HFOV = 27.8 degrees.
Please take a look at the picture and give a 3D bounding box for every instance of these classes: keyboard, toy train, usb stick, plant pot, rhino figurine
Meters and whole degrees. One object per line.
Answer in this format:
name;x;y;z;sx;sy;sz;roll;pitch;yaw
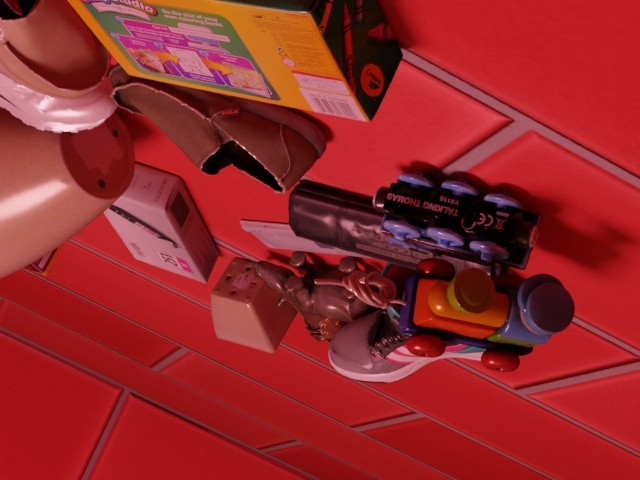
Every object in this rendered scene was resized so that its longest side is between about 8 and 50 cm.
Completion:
keyboard;0.000;0.000;1.714;0.256;0.014;0.072;6;160;44
toy train;0.129;0.061;1.340;0.248;0.105;0.143;12;165;-14
usb stick;0.087;-0.007;1.519;0.278;0.045;0.077;16;132;24
plant pot;-0.374;-0.087;1.620;0.274;0.256;0.256;-13;142;35
plant pot;-0.105;0.089;1.949;0.109;0.109;0.096;12;146;30
rhino figurine;-0.006;0.067;1.806;0.243;0.073;0.106;8;153;42
toy train;0.148;-0.018;1.384;0.184;0.080;0.105;14;168;21

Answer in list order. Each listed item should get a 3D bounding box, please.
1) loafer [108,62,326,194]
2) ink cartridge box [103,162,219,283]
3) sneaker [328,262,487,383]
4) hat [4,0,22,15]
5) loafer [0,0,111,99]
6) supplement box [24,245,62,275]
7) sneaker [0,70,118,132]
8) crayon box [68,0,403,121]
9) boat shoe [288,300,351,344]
loafer;-0.121;-0.123;1.395;0.251;0.087;0.094;21;161;8
ink cartridge box;-0.286;-0.045;1.861;0.239;0.060;0.275;18;161;15
sneaker;0.104;0.093;1.607;0.295;0.124;0.178;-14;143;30
hat;-0.301;-0.275;1.042;0.173;0.183;0.208;31;160;-21
loafer;-0.300;-0.231;1.294;0.092;0.102;0.268;14;160;43
supplement box;-0.489;-0.035;2.060;0.081;0.104;0.188;14;159;28
sneaker;-0.340;-0.197;1.474;0.235;0.090;0.095;18;152;11
crayon box;-0.084;-0.202;1.144;0.278;0.081;0.165;14;159;27
boat shoe;0.009;0.124;1.961;0.064;0.060;0.178;5;153;45
